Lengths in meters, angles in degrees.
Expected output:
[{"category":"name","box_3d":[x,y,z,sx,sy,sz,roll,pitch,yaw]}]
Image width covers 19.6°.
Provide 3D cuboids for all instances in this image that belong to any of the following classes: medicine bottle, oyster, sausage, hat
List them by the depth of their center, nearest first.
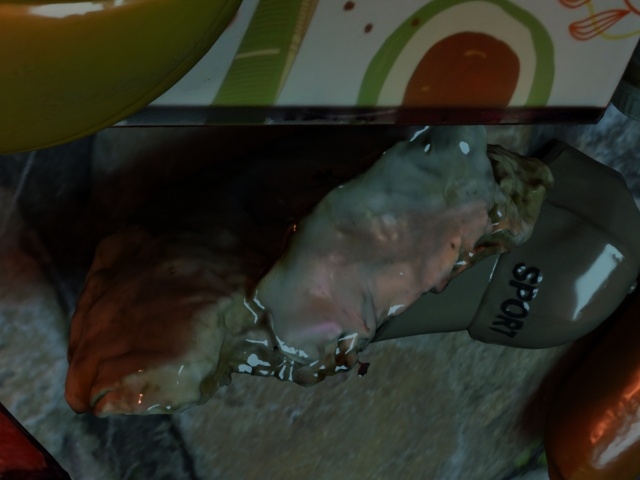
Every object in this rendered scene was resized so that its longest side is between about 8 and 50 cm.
[{"category":"oyster","box_3d":[0.000,-0.004,0.913,0.341,0.166,0.110,-25,103,-32]},{"category":"hat","box_3d":[0.109,0.033,1.106,0.175,0.085,0.147,-16,134,-40]},{"category":"medicine bottle","box_3d":[0.206,-0.115,1.110,0.047,0.047,0.083,-17,134,-38]},{"category":"sausage","box_3d":[0.241,0.082,1.296,0.238,0.098,0.098,-51,145,-2]}]

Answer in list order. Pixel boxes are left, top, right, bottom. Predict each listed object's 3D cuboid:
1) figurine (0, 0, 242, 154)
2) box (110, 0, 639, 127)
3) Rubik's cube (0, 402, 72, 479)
[{"category":"figurine","box_3d":[-0.120,-0.137,0.547,0.167,0.257,0.192,-35,149,-17]},{"category":"box","box_3d":[0.049,-0.238,0.756,0.344,0.122,0.385,-4,125,-46]},{"category":"Rubik's cube","box_3d":[-0.267,0.220,0.642,0.344,0.344,0.337,9,115,-50]}]
